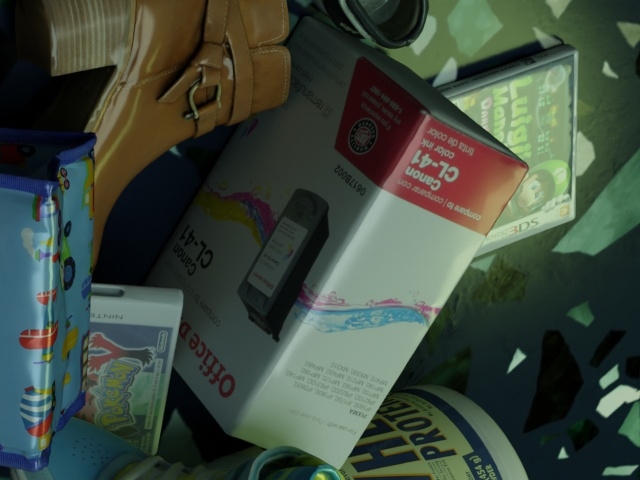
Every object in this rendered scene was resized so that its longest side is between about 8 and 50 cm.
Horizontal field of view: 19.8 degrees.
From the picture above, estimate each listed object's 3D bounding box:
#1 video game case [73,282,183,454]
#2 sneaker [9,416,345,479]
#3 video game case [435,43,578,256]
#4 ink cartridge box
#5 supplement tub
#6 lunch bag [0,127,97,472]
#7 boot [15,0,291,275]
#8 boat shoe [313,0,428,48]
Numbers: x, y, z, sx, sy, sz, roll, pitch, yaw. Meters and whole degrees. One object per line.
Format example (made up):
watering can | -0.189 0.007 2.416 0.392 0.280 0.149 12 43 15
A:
video game case | -0.214 0.105 1.494 0.183 0.023 0.201 4 137 -9
sneaker | -0.091 0.200 1.433 0.127 0.319 0.208 -47 170 -47
video game case | 0.166 -0.075 1.720 0.173 0.022 0.190 -21 127 -22
ink cartridge box | 0.000 0.000 1.518 0.131 0.226 0.306 25 102 -37
supplement tub | 0.011 0.284 1.682 0.325 0.235 0.235 -17 126 -30
lunch bag | -0.324 0.026 1.345 0.293 0.138 0.221 6 109 6
boot | -0.133 -0.096 1.468 0.220 0.109 0.283 -14 117 -32
boat shoe | 0.019 -0.285 1.444 0.114 0.091 0.302 -36 132 -10
